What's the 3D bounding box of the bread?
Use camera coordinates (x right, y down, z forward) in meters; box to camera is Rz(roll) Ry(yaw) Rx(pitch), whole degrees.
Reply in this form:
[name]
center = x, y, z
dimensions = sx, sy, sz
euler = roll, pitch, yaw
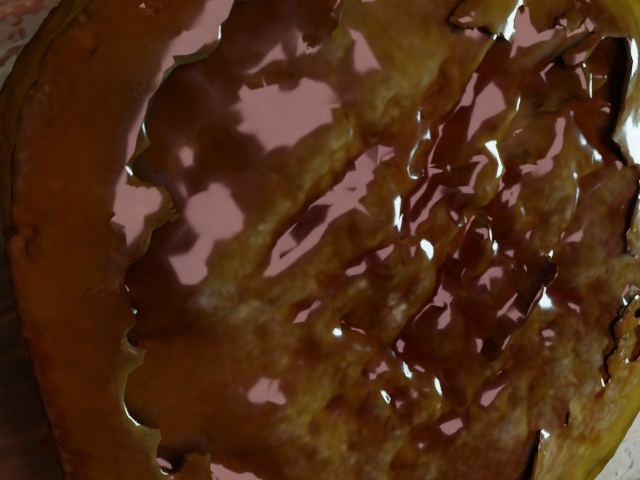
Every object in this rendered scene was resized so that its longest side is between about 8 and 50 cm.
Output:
[bread]
center = 0.000, -0.003, 0.690
dimensions = 0.337, 0.204, 0.358
euler = -20, 117, -28
